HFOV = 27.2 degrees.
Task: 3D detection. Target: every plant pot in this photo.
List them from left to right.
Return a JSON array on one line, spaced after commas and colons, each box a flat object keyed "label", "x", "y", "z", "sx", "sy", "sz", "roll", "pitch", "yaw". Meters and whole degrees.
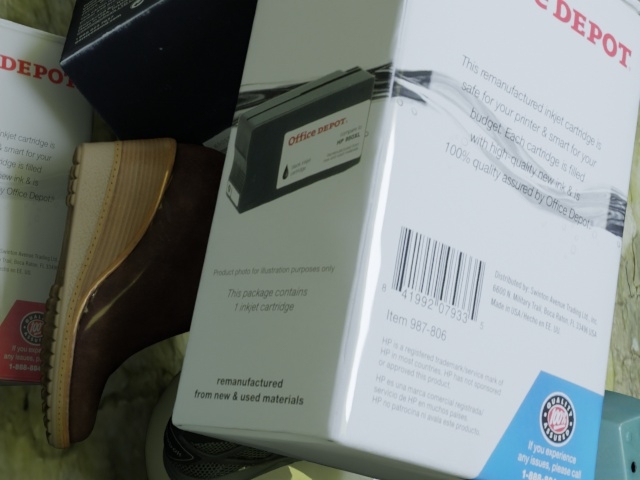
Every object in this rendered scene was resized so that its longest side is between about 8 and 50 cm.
[{"label": "plant pot", "x": 0.281, "y": 0.258, "z": 1.553, "sx": 0.165, "sy": 0.234, "sz": 0.165, "roll": -7, "pitch": 91, "yaw": -47}]

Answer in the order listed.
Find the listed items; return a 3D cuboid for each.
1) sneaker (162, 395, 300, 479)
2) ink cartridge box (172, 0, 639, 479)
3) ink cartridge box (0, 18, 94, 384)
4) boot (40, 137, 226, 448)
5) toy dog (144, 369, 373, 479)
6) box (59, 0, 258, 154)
[{"label": "sneaker", "x": -0.015, "y": 0.112, "z": 1.029, "sx": 0.228, "sy": 0.130, "sz": 0.087, "roll": -19, "pitch": 59, "yaw": -19}, {"label": "ink cartridge box", "x": 0.082, "y": -0.027, "z": 0.965, "sx": 0.285, "sy": 0.166, "sz": 0.394, "roll": 23, "pitch": 72, "yaw": -42}, {"label": "ink cartridge box", "x": -0.296, "y": -0.030, "z": 1.051, "sx": 0.207, "sy": 0.117, "sz": 0.283, "roll": 11, "pitch": 77, "yaw": -46}, {"label": "boot", "x": -0.103, "y": 0.049, "z": 1.022, "sx": 0.207, "sy": 0.090, "sz": 0.248, "roll": 9, "pitch": 96, "yaw": -18}, {"label": "toy dog", "x": -0.093, "y": 0.293, "z": 1.152, "sx": 0.395, "sy": 0.284, "sz": 0.408, "roll": 19, "pitch": 64, "yaw": 3}, {"label": "box", "x": -0.048, "y": -0.135, "z": 1.190, "sx": 0.343, "sy": 0.179, "sz": 0.312, "roll": 54, "pitch": 16, "yaw": -28}]
